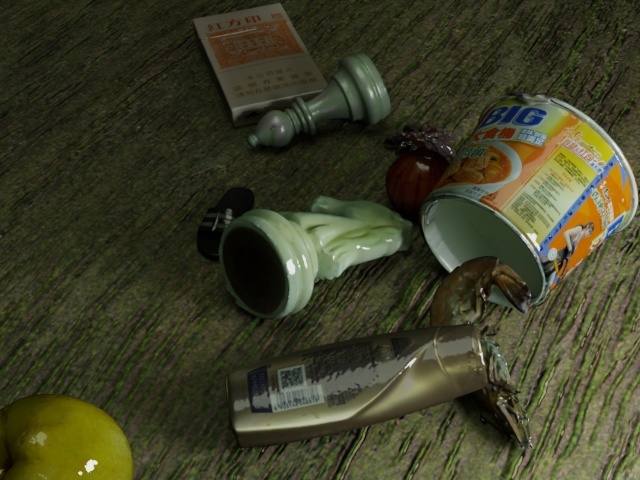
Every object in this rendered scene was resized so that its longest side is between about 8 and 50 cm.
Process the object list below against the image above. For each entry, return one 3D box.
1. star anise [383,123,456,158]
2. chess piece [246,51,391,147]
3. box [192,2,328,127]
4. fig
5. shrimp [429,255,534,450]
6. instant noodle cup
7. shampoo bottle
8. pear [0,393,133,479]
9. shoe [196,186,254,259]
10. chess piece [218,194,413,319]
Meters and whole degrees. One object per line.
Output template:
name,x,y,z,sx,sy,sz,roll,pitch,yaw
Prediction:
star anise,0.188,-0.180,1.746,0.141,0.042,0.141,-1,43,1
chess piece,-0.014,-0.240,1.782,0.272,0.139,0.139,-27,46,-7
box,-0.128,-0.372,1.965,0.205,0.051,0.365,-14,44,-11
fig,0.168,-0.111,1.615,0.128,0.150,0.128,-14,5,1
shrimp,0.250,0.145,1.323,0.058,0.169,0.296,14,33,-39
instant noodle cup,0.302,-0.045,1.439,0.296,0.296,0.214,28,61,29
shampoo bottle,0.050,0.191,1.283,0.350,0.084,0.125,-14,49,1
pear,-0.327,0.283,1.171,0.200,0.200,0.200,-2,43,2
shoe,-0.163,-0.044,1.612,0.071,0.049,0.179,9,44,14
chess piece,0.000,0.000,1.503,0.298,0.176,0.176,-23,45,-39
